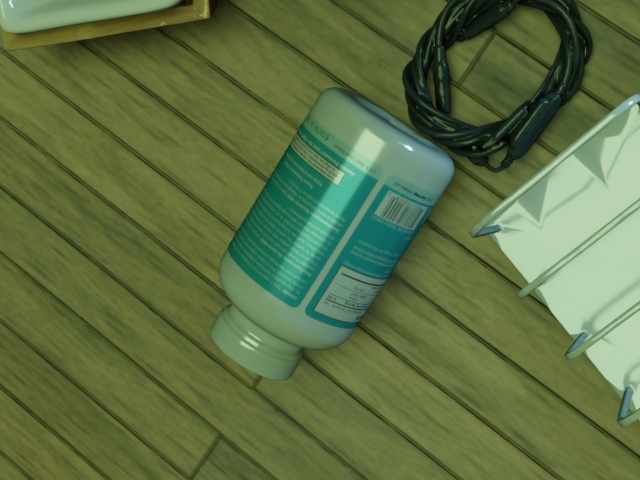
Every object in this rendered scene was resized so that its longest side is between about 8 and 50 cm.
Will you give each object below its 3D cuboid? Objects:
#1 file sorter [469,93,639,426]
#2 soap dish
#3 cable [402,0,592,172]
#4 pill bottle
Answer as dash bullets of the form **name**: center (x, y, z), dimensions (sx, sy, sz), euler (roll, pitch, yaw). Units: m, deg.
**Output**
- **file sorter**: center (0.287, 0.039, 0.924), dimensions (0.193, 0.173, 0.278), euler (-41, 81, 16)
- **soap dish**: center (-0.220, -0.347, 1.095), dimensions (0.228, 0.118, 0.291), euler (-5, 91, 18)
- **cable**: center (0.166, -0.167, 1.023), dimensions (0.150, 0.047, 0.185), euler (38, 102, 20)
- **pill bottle**: center (0.000, 0.000, 1.027), dimensions (0.146, 0.146, 0.264), euler (35, 102, 13)
